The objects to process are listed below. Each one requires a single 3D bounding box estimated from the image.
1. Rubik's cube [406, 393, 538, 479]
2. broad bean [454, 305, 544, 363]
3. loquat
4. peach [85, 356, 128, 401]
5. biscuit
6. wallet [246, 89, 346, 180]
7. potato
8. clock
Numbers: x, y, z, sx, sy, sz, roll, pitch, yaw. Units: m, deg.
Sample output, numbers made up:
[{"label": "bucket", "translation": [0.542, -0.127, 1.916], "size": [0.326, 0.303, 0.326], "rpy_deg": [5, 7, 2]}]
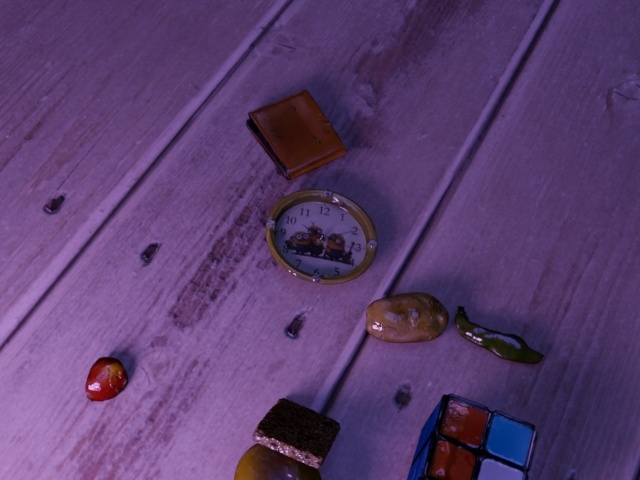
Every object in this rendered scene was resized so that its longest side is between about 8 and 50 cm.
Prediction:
[{"label": "Rubik's cube", "translation": [0.256, 0.399, 1.665], "size": [0.180, 0.167, 0.183], "rpy_deg": [19, 56, 2]}, {"label": "broad bean", "translation": [0.345, 0.197, 1.890], "size": [0.195, 0.046, 0.061], "rpy_deg": [31, 60, 14]}, {"label": "loquat", "translation": [-0.069, 0.428, 1.607], "size": [0.152, 0.152, 0.195], "rpy_deg": [-7, 46, -14]}, {"label": "peach", "translation": [-0.392, 0.248, 1.731], "size": [0.083, 0.050, 0.077], "rpy_deg": [-25, 62, -19]}, {"label": "biscuit", "translation": [-0.037, 0.328, 1.655], "size": [0.131, 0.231, 0.025], "rpy_deg": [22, 98, 5]}, {"label": "wallet", "translation": [-0.053, -0.232, 2.118], "size": [0.161, 0.042, 0.195], "rpy_deg": [-27, 66, -19]}, {"label": "potato", "translation": [0.169, 0.151, 1.872], "size": [0.171, 0.080, 0.107], "rpy_deg": [-1, 44, -9]}, {"label": "clock", "translation": [0.000, 0.000, 1.959], "size": [0.237, 0.057, 0.237], "rpy_deg": [6, 56, -8]}]
